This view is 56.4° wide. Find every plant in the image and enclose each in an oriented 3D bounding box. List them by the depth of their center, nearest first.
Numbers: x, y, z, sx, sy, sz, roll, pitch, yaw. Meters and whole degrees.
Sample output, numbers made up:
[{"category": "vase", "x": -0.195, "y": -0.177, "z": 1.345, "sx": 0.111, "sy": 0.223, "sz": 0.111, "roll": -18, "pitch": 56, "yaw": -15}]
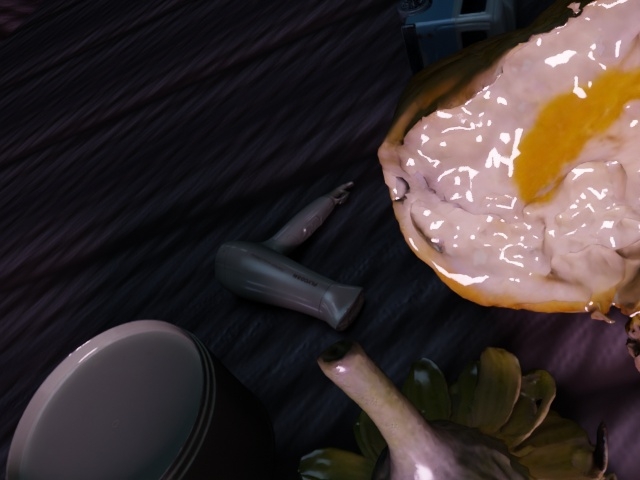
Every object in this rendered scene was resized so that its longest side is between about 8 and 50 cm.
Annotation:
[{"category": "plant", "x": 0.119, "y": 0.185, "z": 0.458, "sx": 0.262, "sy": 0.296, "sz": 0.306, "roll": -6, "pitch": 22, "yaw": -18}]

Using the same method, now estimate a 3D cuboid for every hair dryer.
[{"category": "hair dryer", "x": 0.000, "y": 0.000, "z": 0.795, "sx": 0.207, "sy": 0.075, "sz": 0.237, "roll": 16, "pitch": 52, "yaw": 30}]

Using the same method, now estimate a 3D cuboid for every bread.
[{"category": "bread", "x": 0.258, "y": -0.118, "z": 0.563, "sx": 0.361, "sy": 0.250, "sz": 0.394, "roll": -31, "pitch": 12, "yaw": 19}]

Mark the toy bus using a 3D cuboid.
[{"category": "toy bus", "x": 0.227, "y": -0.376, "z": 0.951, "sx": 0.165, "sy": 0.133, "sz": 0.271, "roll": 0, "pitch": 53, "yaw": 23}]

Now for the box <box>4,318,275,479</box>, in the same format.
[{"category": "box", "x": -0.179, "y": 0.213, "z": 0.621, "sx": 0.226, "sy": 0.149, "sz": 0.226, "roll": -15, "pitch": 45, "yaw": 16}]

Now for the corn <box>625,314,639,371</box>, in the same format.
[{"category": "corn", "x": 0.385, "y": -0.001, "z": 0.547, "sx": 0.320, "sy": 0.097, "sz": 0.097, "roll": -45, "pitch": 45, "yaw": -18}]
